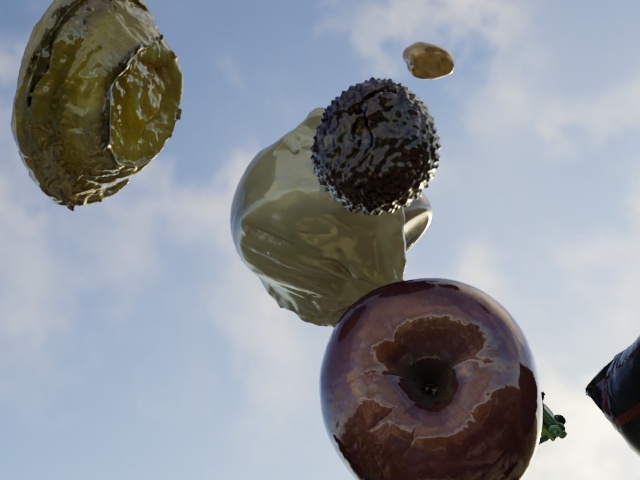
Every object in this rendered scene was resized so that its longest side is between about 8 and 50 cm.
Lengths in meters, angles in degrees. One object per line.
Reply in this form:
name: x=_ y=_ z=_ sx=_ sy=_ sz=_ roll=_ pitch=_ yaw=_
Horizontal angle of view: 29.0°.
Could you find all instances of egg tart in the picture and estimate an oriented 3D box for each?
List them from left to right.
egg tart: x=-0.303 y=-0.204 z=1.811 sx=0.132 sy=0.345 sz=0.345 roll=17 pitch=-15 yaw=24

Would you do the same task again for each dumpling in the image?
dumpling: x=0.000 y=0.000 z=1.915 sx=0.233 sy=0.315 sz=0.395 roll=-26 pitch=-21 yaw=-41

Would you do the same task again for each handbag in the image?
handbag: x=0.450 y=0.211 z=1.538 sx=0.155 sy=0.215 sz=0.169 roll=-29 pitch=-14 yaw=-36

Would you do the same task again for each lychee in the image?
lychee: x=0.076 y=-0.120 z=1.642 sx=0.188 sy=0.188 sz=0.188 roll=-11 pitch=-26 yaw=-5

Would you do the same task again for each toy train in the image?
toy train: x=0.425 y=0.347 z=2.412 sx=0.081 sy=0.122 sz=0.050 roll=-35 pitch=10 yaw=29

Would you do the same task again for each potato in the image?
potato: x=0.176 y=-0.293 z=2.013 sx=0.083 sy=0.062 sz=0.068 roll=-4 pitch=1 yaw=-6

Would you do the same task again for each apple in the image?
apple: x=0.141 y=0.199 z=1.566 sx=0.305 sy=0.306 sz=0.235 roll=-13 pitch=-16 yaw=-1

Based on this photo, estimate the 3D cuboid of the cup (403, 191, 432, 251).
cup: x=0.084 y=-0.052 z=2.295 sx=0.191 sy=0.200 sz=0.253 roll=-38 pitch=-20 yaw=-17
